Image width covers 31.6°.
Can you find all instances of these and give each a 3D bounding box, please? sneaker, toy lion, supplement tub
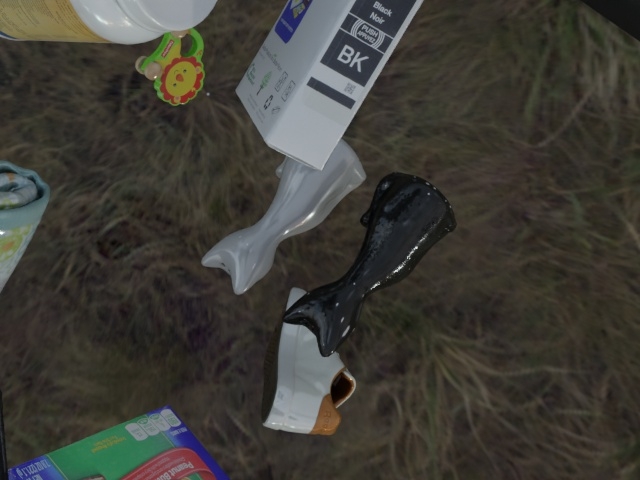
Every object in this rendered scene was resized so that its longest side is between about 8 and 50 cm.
[{"bbox_3d":[-0.014,0.180,1.623,0.123,0.290,0.106,17,122,-9],"label":"sneaker"},{"bbox_3d":[-0.185,-0.229,1.468,0.096,0.034,0.100,29,94,-46],"label":"toy lion"},{"bbox_3d":[-0.192,-0.234,0.921,0.200,0.144,0.144,8,98,33],"label":"supplement tub"}]

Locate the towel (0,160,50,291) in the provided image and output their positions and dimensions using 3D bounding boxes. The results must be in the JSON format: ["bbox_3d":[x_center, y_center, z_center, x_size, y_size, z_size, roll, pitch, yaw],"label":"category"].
[{"bbox_3d":[-0.500,0.046,1.168,0.320,0.374,0.090,-50,58,31],"label":"towel"}]

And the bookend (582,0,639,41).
[{"bbox_3d":[0.157,-0.156,0.433,0.157,0.072,0.156,33,71,-9],"label":"bookend"}]

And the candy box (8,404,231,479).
[{"bbox_3d":[-0.176,0.358,1.214,0.317,0.268,0.122,48,118,16],"label":"candy box"}]

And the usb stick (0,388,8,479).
[{"bbox_3d":[-0.310,0.191,0.984,0.077,0.278,0.045,10,53,-6],"label":"usb stick"}]

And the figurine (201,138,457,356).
[{"bbox_3d":[0.000,0.000,1.221,0.215,0.092,0.209,31,71,33],"label":"figurine"}]

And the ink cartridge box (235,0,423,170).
[{"bbox_3d":[0.043,-0.234,0.958,0.065,0.165,0.332,25,106,-21],"label":"ink cartridge box"}]
